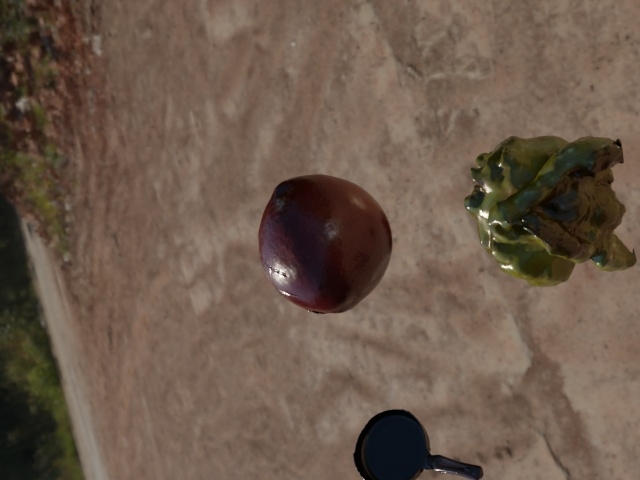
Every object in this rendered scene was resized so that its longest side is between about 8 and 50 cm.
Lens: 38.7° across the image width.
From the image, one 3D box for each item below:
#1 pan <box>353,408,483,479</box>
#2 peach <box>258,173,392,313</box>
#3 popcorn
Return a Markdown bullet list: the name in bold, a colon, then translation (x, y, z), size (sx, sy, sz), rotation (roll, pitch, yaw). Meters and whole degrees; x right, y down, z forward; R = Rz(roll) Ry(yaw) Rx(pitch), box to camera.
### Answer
- **pan**: translation (0.138, 0.297, 1.250), size (0.212, 0.040, 0.114), rotation (5, 68, 42)
- **peach**: translation (0.000, 0.000, 1.227), size (0.197, 0.197, 0.197), rotation (164, 90, -70)
- **popcorn**: translation (0.430, -0.074, 1.701), size (0.290, 0.325, 0.321), rotation (9, 148, 33)
